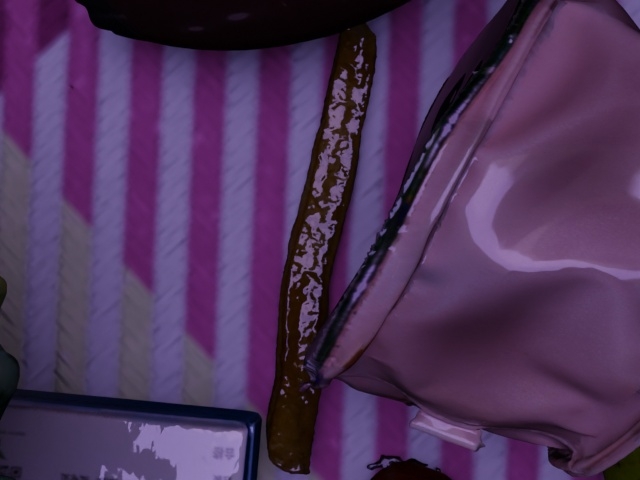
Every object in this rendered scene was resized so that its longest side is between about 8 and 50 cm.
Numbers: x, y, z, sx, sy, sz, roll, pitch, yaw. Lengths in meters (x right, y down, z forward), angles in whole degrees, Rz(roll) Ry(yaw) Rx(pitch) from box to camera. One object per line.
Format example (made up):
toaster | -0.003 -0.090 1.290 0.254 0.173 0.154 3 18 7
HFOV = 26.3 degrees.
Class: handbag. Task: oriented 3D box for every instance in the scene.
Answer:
handbag | 0.089 -0.013 0.529 0.116 0.179 0.205 28 64 -1

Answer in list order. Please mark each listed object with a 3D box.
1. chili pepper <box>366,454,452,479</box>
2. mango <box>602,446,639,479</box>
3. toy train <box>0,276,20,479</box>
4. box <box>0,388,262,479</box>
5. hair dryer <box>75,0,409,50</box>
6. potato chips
chili pepper | 0.032 0.140 0.528 0.064 0.169 0.088 5 90 5
mango | 0.178 0.102 0.570 0.117 0.089 0.163 -44 74 8
toy train | -0.209 0.140 0.445 0.237 0.150 0.369 24 88 33
box | -0.128 0.135 0.582 0.194 0.073 0.139 5 87 3
hair dryer | -0.022 -0.212 0.456 0.312 0.340 0.123 -18 51 28
potato chips | 0.000 0.000 0.605 0.026 0.037 0.204 11 83 -7
